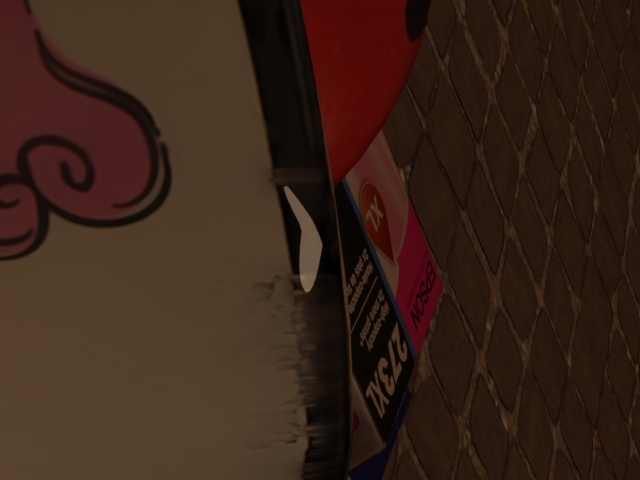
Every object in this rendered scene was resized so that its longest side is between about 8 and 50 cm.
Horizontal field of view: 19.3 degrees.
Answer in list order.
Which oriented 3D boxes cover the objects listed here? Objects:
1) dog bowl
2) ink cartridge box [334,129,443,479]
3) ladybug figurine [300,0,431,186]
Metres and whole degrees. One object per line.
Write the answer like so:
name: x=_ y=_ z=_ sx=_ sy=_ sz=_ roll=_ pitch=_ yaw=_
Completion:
dog bowl: x=-0.133 y=-0.090 z=0.507 sx=0.408 sy=0.150 sz=0.408 roll=163 pitch=-90 yaw=-78
ink cartridge box: x=0.000 y=0.000 z=1.158 sx=0.175 sy=0.069 sz=0.371 roll=-65 pitch=141 yaw=-53
ladybug figurine: x=-0.072 y=-0.205 z=0.801 sx=0.305 sy=0.162 sz=0.449 roll=-169 pitch=-122 yaw=-75
